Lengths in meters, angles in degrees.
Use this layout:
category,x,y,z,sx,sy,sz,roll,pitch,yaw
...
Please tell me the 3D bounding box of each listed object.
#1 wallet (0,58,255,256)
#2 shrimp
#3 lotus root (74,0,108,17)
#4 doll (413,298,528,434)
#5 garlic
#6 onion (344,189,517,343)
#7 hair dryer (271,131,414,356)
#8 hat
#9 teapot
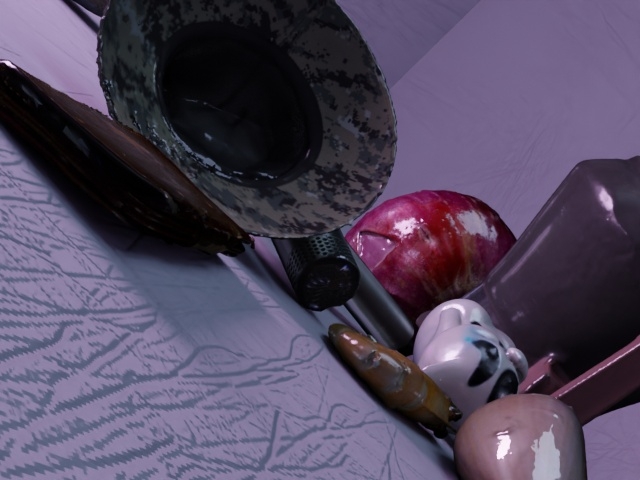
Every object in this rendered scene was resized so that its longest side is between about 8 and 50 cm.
category,x,y,z,sx,sy,sz,roll,pitch,yaw
wallet,-0.106,-0.036,0.556,0.122,0.031,0.232,43,1,9
shrimp,0.064,0.120,0.789,0.099,0.041,0.180,28,-9,47
lotus root,-0.331,-0.406,1.204,0.322,0.140,0.158,38,-11,-25
doll,0.145,0.127,0.938,0.110,0.107,0.181,50,7,-5
garlic,0.162,0.193,0.728,0.148,0.129,0.266,35,11,18
onion,0.170,0.035,1.381,0.272,0.230,0.256,56,8,24
hair dryer,-0.019,-0.003,0.977,0.284,0.155,0.320,73,-5,-50
hat,-0.073,-0.106,0.795,0.265,0.265,0.128,45,-29,-9
teapot,0.308,0.109,1.123,0.306,0.361,0.376,50,15,-6
